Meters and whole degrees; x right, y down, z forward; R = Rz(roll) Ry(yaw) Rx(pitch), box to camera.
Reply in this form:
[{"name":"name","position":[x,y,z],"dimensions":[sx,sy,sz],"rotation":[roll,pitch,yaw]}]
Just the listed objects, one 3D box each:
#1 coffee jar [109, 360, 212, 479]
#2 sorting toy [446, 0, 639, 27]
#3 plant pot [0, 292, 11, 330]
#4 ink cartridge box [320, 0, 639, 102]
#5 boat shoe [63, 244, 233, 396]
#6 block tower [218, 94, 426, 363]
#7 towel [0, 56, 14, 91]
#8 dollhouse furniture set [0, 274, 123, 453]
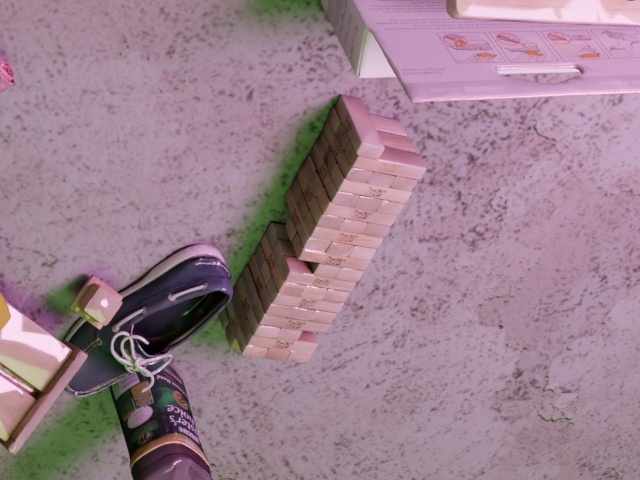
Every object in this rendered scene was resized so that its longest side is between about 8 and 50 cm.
[{"name":"coffee jar","position":[-0.188,0.229,1.815],"dimensions":[0.079,0.184,0.096],"rotation":[-32,135,9]},{"name":"sorting toy","position":[0.254,-0.334,1.443],"dimensions":[0.257,0.089,0.255],"rotation":[-1,93,-21]},{"name":"plant pot","position":[-0.372,0.070,1.599],"dimensions":[0.081,0.081,0.083],"rotation":[-52,121,-11]},{"name":"ink cartridge box","position":[0.177,-0.193,1.518],"dimensions":[0.296,0.261,0.066],"rotation":[-4,131,-18]},{"name":"boat shoe","position":[-0.202,0.108,1.774],"dimensions":[0.254,0.079,0.095],"rotation":[-35,134,11]},{"name":"block tower","position":[0.000,0.000,1.746],"dimensions":[0.097,0.091,0.335],"rotation":[9,127,-29]},{"name":"towel","position":[-0.488,-0.149,1.445],"dimensions":[0.329,0.037,0.237],"rotation":[-26,140,9]},{"name":"dollhouse furniture set","position":[-0.456,0.107,1.703],"dimensions":[0.303,0.174,0.355],"rotation":[42,79,-27]}]
